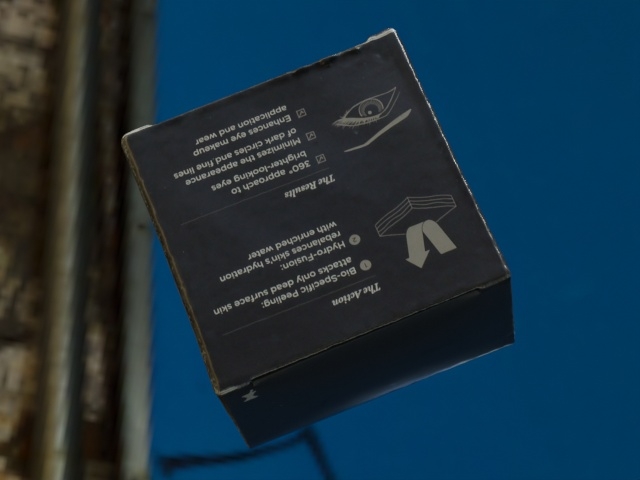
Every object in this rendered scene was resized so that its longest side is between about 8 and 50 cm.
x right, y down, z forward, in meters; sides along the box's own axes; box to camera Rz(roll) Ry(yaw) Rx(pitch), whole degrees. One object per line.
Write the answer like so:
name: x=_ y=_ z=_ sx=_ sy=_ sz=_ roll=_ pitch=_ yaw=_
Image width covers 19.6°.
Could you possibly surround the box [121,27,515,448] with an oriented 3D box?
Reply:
box: x=0.000 y=0.000 z=0.965 sx=0.093 sy=0.156 sz=0.158 roll=73 pitch=-6 yaw=-64
